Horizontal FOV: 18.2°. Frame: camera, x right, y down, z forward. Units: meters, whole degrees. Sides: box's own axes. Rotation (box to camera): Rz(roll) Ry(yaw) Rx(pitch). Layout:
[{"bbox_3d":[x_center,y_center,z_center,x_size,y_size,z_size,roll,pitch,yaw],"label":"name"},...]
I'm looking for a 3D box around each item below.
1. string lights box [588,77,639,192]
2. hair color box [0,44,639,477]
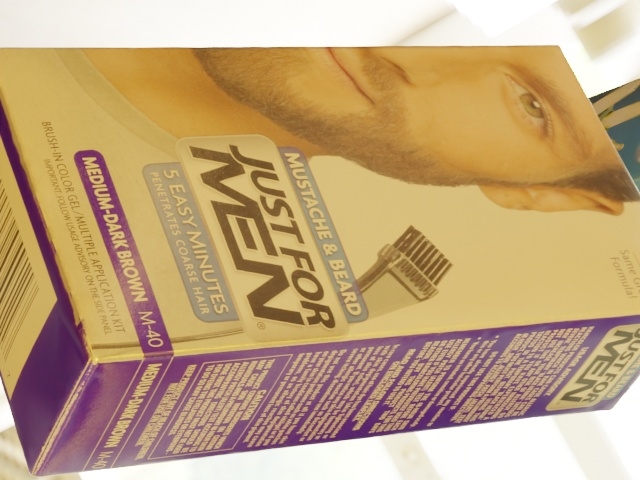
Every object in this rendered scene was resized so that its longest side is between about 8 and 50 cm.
[{"bbox_3d":[0.225,-0.049,1.534,0.260,0.077,0.133,-20,-147,40],"label":"string lights box"},{"bbox_3d":[0.000,0.000,1.002,0.339,0.185,0.110,-3,144,-31],"label":"hair color box"}]
